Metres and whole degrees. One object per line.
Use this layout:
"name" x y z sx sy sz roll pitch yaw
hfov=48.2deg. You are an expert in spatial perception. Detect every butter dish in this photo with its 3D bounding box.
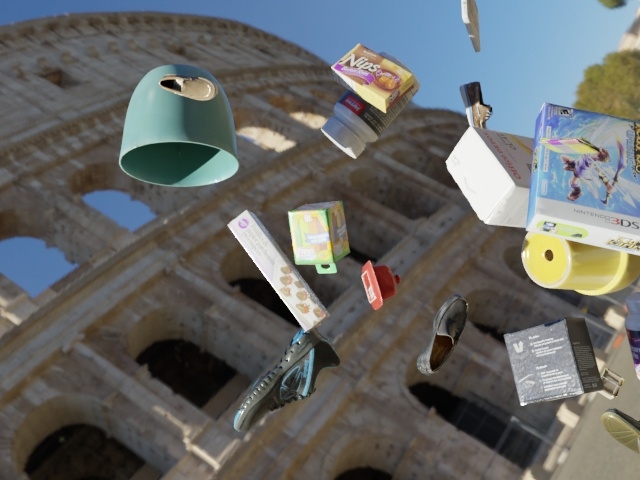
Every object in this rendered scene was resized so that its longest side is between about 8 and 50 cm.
"butter dish" 0.218 0.145 2.454 0.118 0.160 0.160 -14 -12 -10

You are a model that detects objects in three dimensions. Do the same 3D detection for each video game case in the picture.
"video game case" 0.406 -0.613 1.935 0.157 0.019 0.143 43 -135 -57
"video game case" 0.511 -0.115 1.300 0.061 0.244 0.270 97 -174 -59

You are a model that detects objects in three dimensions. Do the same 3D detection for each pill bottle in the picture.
"pill bottle" 0.142 -0.390 2.079 0.283 0.161 0.161 -50 -20 1
"pill bottle" 0.754 0.216 1.621 0.108 0.108 0.194 -26 -79 -58

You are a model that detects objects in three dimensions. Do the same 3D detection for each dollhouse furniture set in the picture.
"dollhouse furniture set" 0.785 0.395 2.058 0.076 0.151 0.059 -50 -18 -24

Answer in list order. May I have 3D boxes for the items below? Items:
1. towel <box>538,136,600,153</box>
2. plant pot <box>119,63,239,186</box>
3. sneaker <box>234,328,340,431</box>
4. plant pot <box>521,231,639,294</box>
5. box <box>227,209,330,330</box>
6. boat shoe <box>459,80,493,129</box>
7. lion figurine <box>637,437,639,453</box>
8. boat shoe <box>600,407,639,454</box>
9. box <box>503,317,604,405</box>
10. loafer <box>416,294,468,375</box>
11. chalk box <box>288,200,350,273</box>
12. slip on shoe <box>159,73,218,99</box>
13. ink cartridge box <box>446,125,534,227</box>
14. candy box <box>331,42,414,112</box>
"towel" 0.402 -0.153 1.154 0.060 0.083 0.010 19 -95 -32
"plant pot" -0.350 -0.296 1.796 0.293 0.292 0.235 46 -140 -69
"sneaker" -0.091 0.392 1.899 0.341 0.139 0.125 -48 5 1
"plant pot" 0.674 0.027 1.881 0.238 0.254 0.254 -8 -49 -31
"box" -0.099 0.072 1.710 0.063 0.324 0.067 -39 -11 5
"boat shoe" 0.461 -0.370 2.066 0.066 0.066 0.183 -40 -70 -59
"lion figurine" 0.545 0.563 1.223 0.240 0.142 0.393 -28 -58 -76
"boat shoe" 0.758 0.456 1.673 0.073 0.223 0.080 -53 -1 -28
"box" 0.498 0.259 1.532 0.093 0.158 0.156 4 -21 -41
"loafer" 0.245 0.184 1.378 0.061 0.062 0.170 147 147 -82
"chalk box" 0.000 0.000 2.149 0.132 0.132 0.213 -30 -67 -62
"slip on shoe" -0.296 -0.344 1.599 0.041 0.135 0.052 -41 -34 -64
"ink cartridge box" 0.494 -0.145 1.731 0.306 0.226 0.131 5 -48 -31
"candy box" 0.131 -0.413 1.807 0.109 0.186 0.053 -43 -27 -16
